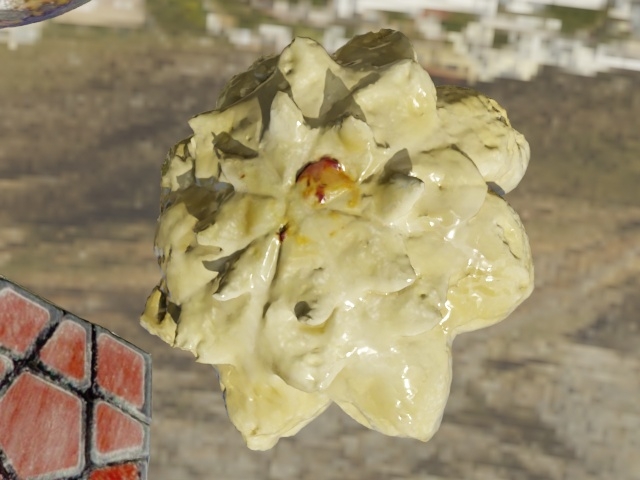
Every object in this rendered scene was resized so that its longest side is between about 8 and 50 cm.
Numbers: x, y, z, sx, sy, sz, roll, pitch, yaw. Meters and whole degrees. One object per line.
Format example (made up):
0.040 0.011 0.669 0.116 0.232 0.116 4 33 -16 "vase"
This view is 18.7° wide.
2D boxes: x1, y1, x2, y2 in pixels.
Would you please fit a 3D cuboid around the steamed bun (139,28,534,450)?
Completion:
0.000 0.000 1.301 0.295 0.292 0.137 -19 164 11 "steamed bun"

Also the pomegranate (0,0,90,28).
-0.272 -0.274 1.325 0.341 0.285 0.285 -13 -157 -25 "pomegranate"

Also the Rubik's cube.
-0.251 0.152 1.302 0.319 0.264 0.319 28 174 3 "Rubik's cube"
